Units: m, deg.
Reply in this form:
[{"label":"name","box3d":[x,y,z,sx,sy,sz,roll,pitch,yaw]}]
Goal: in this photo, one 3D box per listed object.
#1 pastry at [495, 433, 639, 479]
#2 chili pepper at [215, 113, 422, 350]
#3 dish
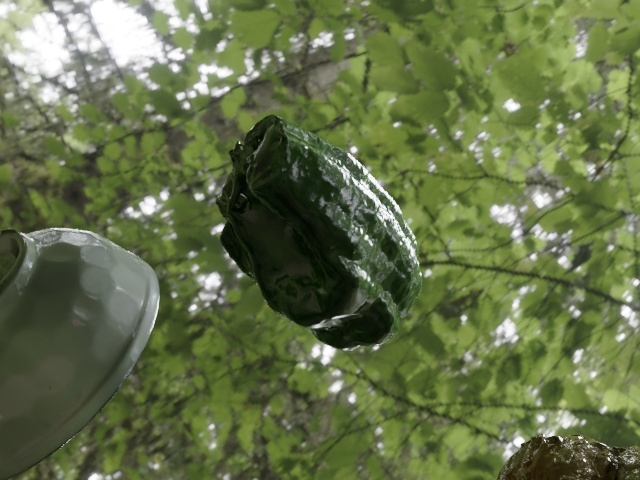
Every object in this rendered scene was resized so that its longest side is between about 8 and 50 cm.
[{"label":"pastry","box3d":[0.189,0.257,0.790,0.229,0.100,0.218,129,-39,-55]},{"label":"chili pepper","box3d":[-0.003,0.010,1.316,0.213,0.167,0.385,-28,-43,14]},{"label":"dish","box3d":[-0.294,0.081,0.988,0.303,0.303,0.120,-7,-46,39]}]
